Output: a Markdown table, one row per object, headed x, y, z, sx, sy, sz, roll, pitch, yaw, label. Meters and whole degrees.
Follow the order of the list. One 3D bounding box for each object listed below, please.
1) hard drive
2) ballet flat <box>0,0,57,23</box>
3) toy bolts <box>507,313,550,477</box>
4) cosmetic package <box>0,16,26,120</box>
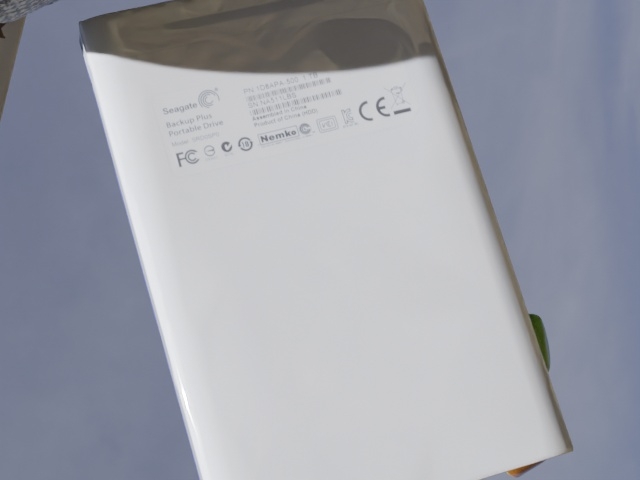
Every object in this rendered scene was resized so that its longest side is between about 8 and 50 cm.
| x | y | z | sx | sy | sz | roll | pitch | yaw | label |
| --- | --- | --- | --- | --- | --- | --- | --- | --- | --- |
| 0.000 | 0.000 | 0.757 | 0.210 | 0.040 | 0.318 | -14 | -102 | -14 | hard drive |
| -0.251 | -0.170 | 0.625 | 0.164 | 0.182 | 0.483 | 52 | -161 | 8 | ballet flat |
| 0.085 | 0.095 | 1.107 | 0.228 | 0.158 | 0.218 | 53 | -153 | -34 | toy bolts |
| -0.378 | -0.133 | 1.039 | 0.217 | 0.156 | 0.385 | 7 | -79 | -35 | cosmetic package |
